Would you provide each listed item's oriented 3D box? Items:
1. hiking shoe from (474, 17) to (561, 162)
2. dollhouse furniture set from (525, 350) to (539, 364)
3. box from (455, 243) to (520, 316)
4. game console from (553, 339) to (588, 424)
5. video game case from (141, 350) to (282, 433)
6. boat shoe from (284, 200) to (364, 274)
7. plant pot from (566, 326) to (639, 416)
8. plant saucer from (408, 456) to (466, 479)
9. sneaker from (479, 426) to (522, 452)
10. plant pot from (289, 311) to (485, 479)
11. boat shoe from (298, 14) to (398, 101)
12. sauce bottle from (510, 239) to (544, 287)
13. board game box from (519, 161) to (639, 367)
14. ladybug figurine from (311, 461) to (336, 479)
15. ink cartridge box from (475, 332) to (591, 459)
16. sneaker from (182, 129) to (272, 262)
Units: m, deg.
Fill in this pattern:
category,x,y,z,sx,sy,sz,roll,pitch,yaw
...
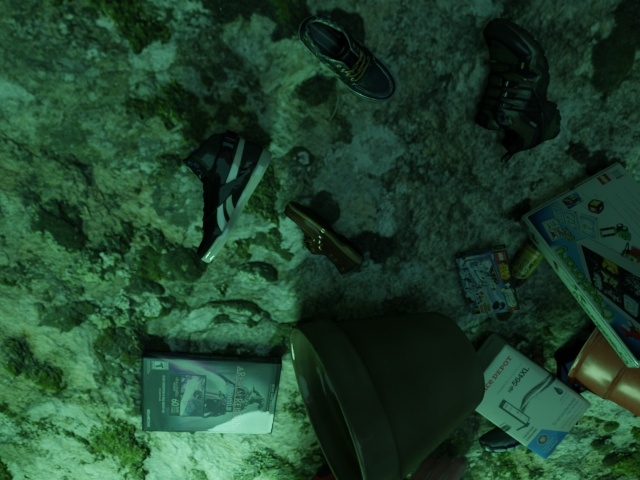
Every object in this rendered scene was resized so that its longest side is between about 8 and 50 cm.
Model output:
category,x,y,z,sx,sy,sz,roll,pitch,yaw
hiking shoe,0.300,-0.233,0.710,0.114,0.086,0.226,-34,114,5
dollhouse furniture set,0.429,0.317,0.984,0.152,0.058,0.076,-30,114,7
box,0.326,0.080,0.863,0.094,0.027,0.136,-13,111,21
game console,0.583,0.316,0.987,0.124,0.085,0.144,-30,114,8
video game case,-0.228,0.323,0.926,0.275,0.026,0.195,6,113,-8
boat shoe,0.000,0.000,0.789,0.178,0.064,0.060,39,102,-23
plant pot,0.659,0.239,0.807,0.273,0.265,0.272,-24,132,-30
plant saucer,0.206,0.620,0.996,0.332,0.084,0.331,-38,145,-33
sneaker,0.468,0.413,1.035,0.224,0.083,0.098,-18,93,-3
plant pot,0.129,0.267,0.813,0.281,0.323,0.322,-17,116,-17
boat shoe,0.046,-0.266,0.666,0.184,0.083,0.065,30,107,-18
sauce bottle,0.395,0.059,0.875,0.042,0.042,0.128,21,110,-15
board game box,0.523,0.036,0.766,0.193,0.305,0.053,-31,157,7
ladybug figurine,0.015,0.647,0.981,0.449,0.162,0.305,-58,151,1
ink cartridge box,0.400,0.311,0.899,0.203,0.086,0.148,35,96,1
sneaker,-0.182,-0.079,0.731,0.121,0.079,0.216,28,99,-14
